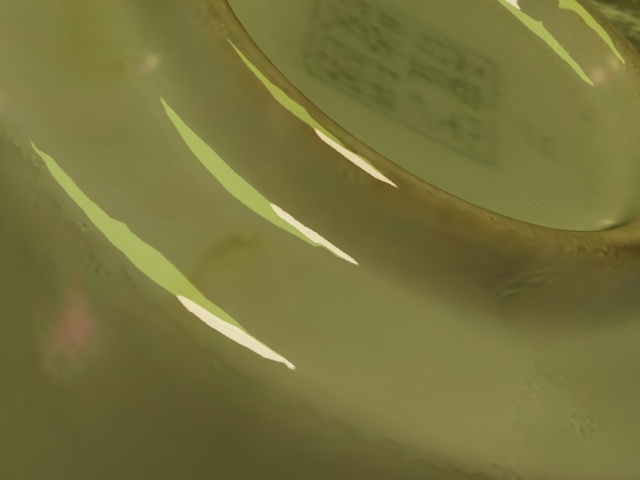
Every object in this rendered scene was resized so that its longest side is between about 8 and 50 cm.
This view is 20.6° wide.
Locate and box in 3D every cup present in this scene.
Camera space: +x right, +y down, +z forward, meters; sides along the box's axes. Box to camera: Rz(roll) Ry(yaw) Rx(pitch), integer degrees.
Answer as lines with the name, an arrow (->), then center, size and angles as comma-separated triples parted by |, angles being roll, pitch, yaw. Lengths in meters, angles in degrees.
cup -> 0.000, 0.000, 0.529 | 0.347, 0.163, 0.347 | 23, 36, -17
